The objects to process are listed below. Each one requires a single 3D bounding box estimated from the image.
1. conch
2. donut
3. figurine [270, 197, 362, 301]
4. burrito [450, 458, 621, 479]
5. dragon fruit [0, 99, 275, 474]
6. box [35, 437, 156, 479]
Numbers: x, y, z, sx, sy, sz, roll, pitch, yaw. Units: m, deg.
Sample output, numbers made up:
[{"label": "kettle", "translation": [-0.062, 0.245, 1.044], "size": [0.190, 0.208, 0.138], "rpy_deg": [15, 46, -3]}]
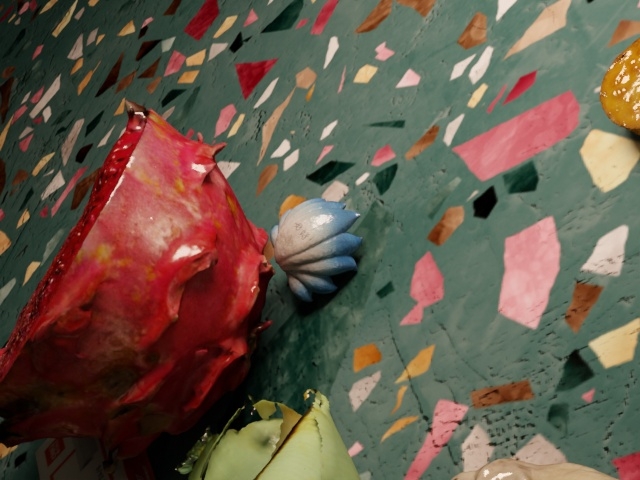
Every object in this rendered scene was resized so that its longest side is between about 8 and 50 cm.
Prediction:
[{"label": "conch", "translation": [-0.044, 0.208, 1.170], "size": [0.143, 0.137, 0.250], "rpy_deg": [-25, 39, -1]}, {"label": "donut", "translation": [0.298, -0.134, 1.173], "size": [0.097, 0.043, 0.108], "rpy_deg": [-33, 38, 27]}, {"label": "figurine", "translation": [0.000, 0.000, 1.395], "size": [0.114, 0.079, 0.114], "rpy_deg": [-15, 58, 25]}, {"label": "burrito", "translation": [0.207, 0.221, 0.913], "size": [0.392, 0.076, 0.117], "rpy_deg": [9, 59, 52]}, {"label": "dragon fruit", "translation": [-0.186, 0.060, 1.401], "size": [0.371, 0.249, 0.386], "rpy_deg": [-55, 12, 15]}, {"label": "box", "translation": [-0.245, 0.268, 1.458], "size": [0.123, 0.050, 0.229], "rpy_deg": [-47, 32, 10]}]
